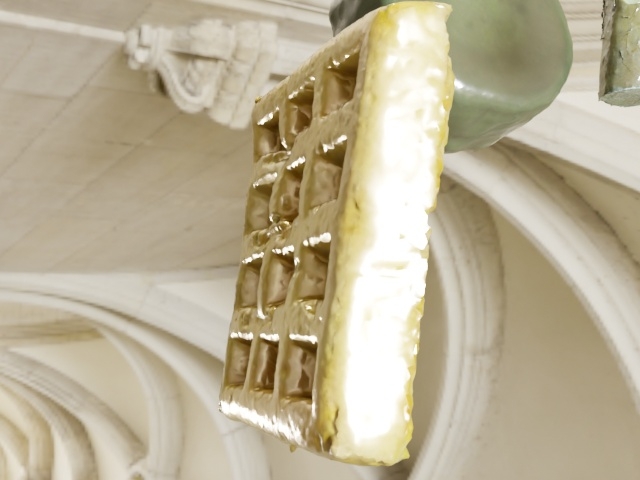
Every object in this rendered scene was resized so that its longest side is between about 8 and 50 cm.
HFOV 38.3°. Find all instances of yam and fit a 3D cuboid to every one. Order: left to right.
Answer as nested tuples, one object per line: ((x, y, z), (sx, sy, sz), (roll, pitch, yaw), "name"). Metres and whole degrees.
((0.479, -0.330, 1.400), (0.106, 0.106, 0.259), (-11, -111, 56), "yam")

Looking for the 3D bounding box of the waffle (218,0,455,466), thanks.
((0.000, 0.000, 0.559), (0.221, 0.055, 0.248), (164, -66, -69), "waffle")

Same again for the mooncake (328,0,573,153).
((0.193, -0.308, 1.374), (0.194, 0.356, 0.357), (-30, -118, 57), "mooncake")
